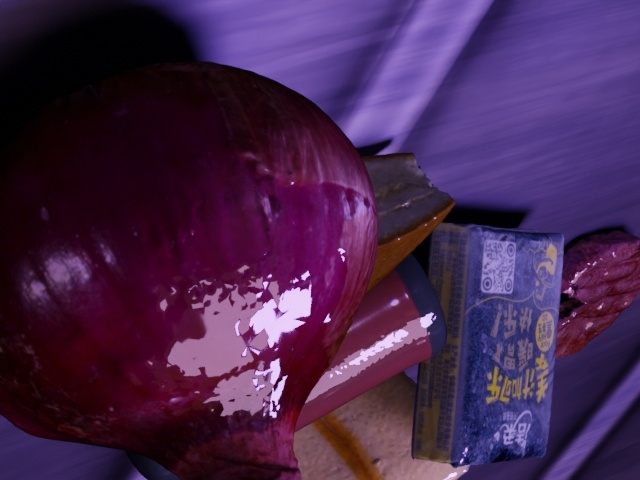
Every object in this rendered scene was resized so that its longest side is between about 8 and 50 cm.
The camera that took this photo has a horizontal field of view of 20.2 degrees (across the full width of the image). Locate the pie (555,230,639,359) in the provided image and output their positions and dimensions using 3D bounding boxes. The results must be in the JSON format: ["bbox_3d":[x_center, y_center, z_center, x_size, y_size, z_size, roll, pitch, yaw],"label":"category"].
[{"bbox_3d":[0.322,0.071,2.249,0.204,0.054,0.219,3,131,-52],"label":"pie"}]

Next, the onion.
[{"bbox_3d":[-0.103,0.063,1.352,0.347,0.385,0.348,-19,156,-9],"label":"onion"}]

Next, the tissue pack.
[{"bbox_3d":[0.185,0.112,1.957,0.185,0.081,0.257,4,92,-52],"label":"tissue pack"}]

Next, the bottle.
[{"bbox_3d":[-0.049,0.122,1.789,0.336,0.144,0.144,-28,152,-12],"label":"bottle"}]

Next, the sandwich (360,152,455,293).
[{"bbox_3d":[0.000,0.000,1.670,0.235,0.122,0.128,-42,157,4],"label":"sandwich"}]

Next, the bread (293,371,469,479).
[{"bbox_3d":[0.025,0.287,2.094,0.263,0.198,0.236,-29,159,-18],"label":"bread"}]
